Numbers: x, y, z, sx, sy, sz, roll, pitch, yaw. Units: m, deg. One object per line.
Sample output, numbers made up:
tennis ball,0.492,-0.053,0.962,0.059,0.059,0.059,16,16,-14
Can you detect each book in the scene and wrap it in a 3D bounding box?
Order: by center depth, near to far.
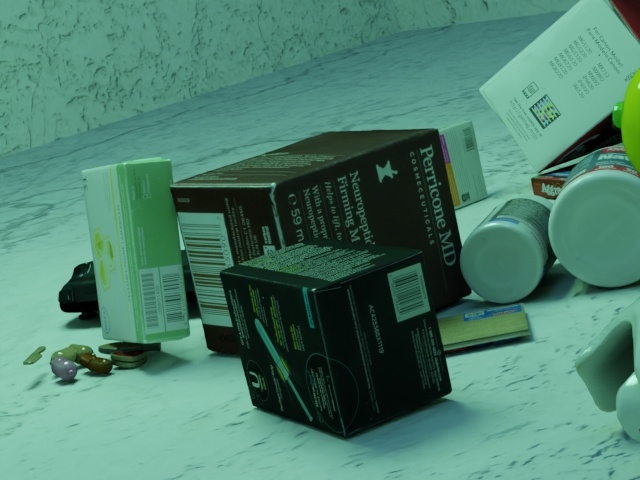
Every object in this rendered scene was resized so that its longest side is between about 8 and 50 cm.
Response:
book,0.129,-0.078,2.067,0.144,0.096,0.035,-19,13,-34

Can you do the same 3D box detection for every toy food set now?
toy food set,-0.217,0.116,1.689,0.122,0.019,0.078,-2,12,9

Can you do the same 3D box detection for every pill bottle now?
pill bottle,0.275,-0.030,1.643,0.108,0.108,0.180,-9,12,16
pill bottle,0.183,0.004,1.653,0.078,0.078,0.137,-8,12,22

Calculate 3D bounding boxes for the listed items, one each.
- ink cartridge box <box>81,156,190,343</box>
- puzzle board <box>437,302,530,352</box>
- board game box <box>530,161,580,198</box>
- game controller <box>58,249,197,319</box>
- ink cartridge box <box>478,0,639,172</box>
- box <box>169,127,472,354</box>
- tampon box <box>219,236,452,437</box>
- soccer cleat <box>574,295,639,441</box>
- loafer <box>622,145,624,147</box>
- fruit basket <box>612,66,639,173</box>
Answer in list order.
ink cartridge box,-0.199,0.011,1.732,0.056,0.171,0.235,-8,2,-27
puzzle board,0.115,0.081,1.522,0.128,0.011,0.096,-11,10,5
board game box,0.370,-0.070,1.950,0.145,0.027,0.281,-16,12,-25
game controller,-0.120,0.040,1.892,0.319,0.067,0.166,-6,-1,28
ink cartridge box,0.385,-0.228,2.099,0.272,0.130,0.309,-41,-13,35
box,0.000,0.000,1.636,0.203,0.168,0.167,-21,14,-36
tampon box,0.010,0.072,1.394,0.101,0.120,0.161,-19,13,-26
soccer cleat,0.270,0.096,1.084,0.143,0.116,0.331,-30,12,-11
loafer,0.425,-0.073,1.747,0.268,0.102,0.092,-1,11,8
fruit basket,0.391,-0.071,1.284,0.392,0.283,0.392,-25,-12,-6
